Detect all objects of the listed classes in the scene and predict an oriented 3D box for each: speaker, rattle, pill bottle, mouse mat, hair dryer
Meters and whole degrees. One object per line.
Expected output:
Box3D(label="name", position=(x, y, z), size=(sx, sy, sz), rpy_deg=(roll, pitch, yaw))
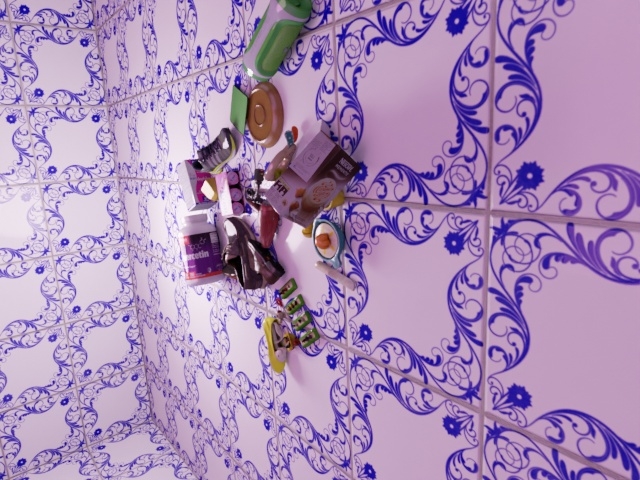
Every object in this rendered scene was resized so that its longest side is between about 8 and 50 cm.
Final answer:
Box3D(label="speaker", position=(-0.142, -0.642, 1.412), size=(0.296, 0.131, 0.131), rpy_deg=(-40, 68, 50))
Box3D(label="rattle", position=(-0.091, -0.258, 1.506), size=(0.143, 0.130, 0.200), rpy_deg=(44, 106, 22))
Box3D(label="pill bottle", position=(-0.561, 0.042, 2.103), size=(0.181, 0.181, 0.323), rpy_deg=(-8, 94, 53))
Box3D(label="mouse mat", position=(-0.319, -0.508, 1.751), size=(0.190, 0.007, 0.153), rpy_deg=(49, 136, 47))
Box3D(label="hair dryer", position=(-0.220, -0.118, 1.729), size=(0.223, 0.080, 0.294), rpy_deg=(155, 107, -67))

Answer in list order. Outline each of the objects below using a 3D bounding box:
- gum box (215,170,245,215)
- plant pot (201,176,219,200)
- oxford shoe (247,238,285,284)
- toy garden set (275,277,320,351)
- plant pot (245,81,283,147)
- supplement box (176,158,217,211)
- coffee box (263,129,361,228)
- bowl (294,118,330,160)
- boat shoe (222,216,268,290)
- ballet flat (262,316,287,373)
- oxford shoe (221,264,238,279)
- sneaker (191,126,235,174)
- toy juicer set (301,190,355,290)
Box3D(label="gum box", position=(-0.380, -0.193, 1.899), size=(0.107, 0.062, 0.189), rpy_deg=(-2, 98, 53))
Box3D(label="plant pot", position=(-0.463, -0.223, 1.989), size=(0.083, 0.081, 0.081), rpy_deg=(55, 138, 12))
Box3D(label="oxford shoe", position=(-0.235, 0.082, 1.753), size=(0.096, 0.082, 0.227), rpy_deg=(-51, 54, 18))
Box3D(label="toy garden set", position=(-0.116, 0.296, 1.706), size=(0.204, 0.049, 0.244), rpy_deg=(-46, 64, 48))
Box3D(label="plant pot", position=(-0.212, -0.455, 1.634), size=(0.236, 0.032, 0.237), rpy_deg=(19, 115, 49))
Box3D(label="supplement box", position=(-0.575, -0.258, 2.094), size=(0.114, 0.111, 0.220), rpy_deg=(-24, 81, 52))
Box3D(label="coffee box", position=(-0.021, -0.169, 1.288), size=(0.246, 0.141, 0.098), rpy_deg=(-47, 58, 11))
Box3D(label="bowl", position=(-0.021, -0.283, 1.383), size=(0.142, 0.053, 0.142), rpy_deg=(-23, 48, 54))
Box3D(label="boat shoe", position=(-0.330, 0.048, 1.847), size=(0.355, 0.130, 0.132), rpy_deg=(57, 138, 25))
Box3D(label="ballet flat", position=(-0.175, 0.417, 1.804), size=(0.077, 0.077, 0.231), rpy_deg=(-19, 82, 36))
Box3D(label="oxford shoe", position=(-0.378, 0.144, 1.994), size=(0.076, 0.076, 0.212), rpy_deg=(48, 166, -27))
Box3D(label="sneaker", position=(-0.448, -0.365, 1.890), size=(0.300, 0.121, 0.111), rpy_deg=(-42, 67, 49))
Box3D(label="toy juicer set", position=(0.000, 0.000, 1.441), size=(0.209, 0.089, 0.329), rpy_deg=(0, 101, 52))
